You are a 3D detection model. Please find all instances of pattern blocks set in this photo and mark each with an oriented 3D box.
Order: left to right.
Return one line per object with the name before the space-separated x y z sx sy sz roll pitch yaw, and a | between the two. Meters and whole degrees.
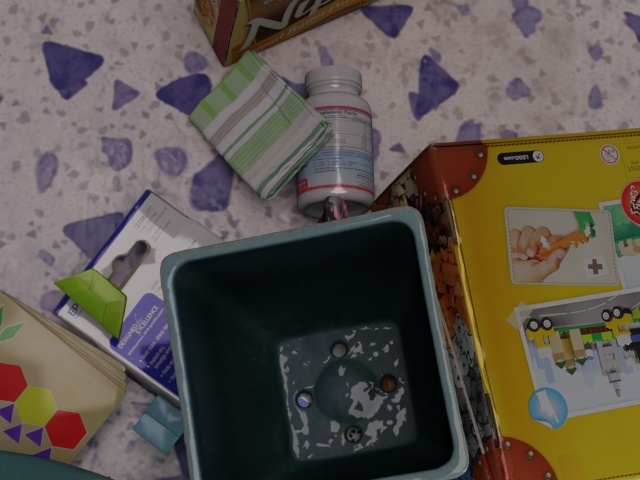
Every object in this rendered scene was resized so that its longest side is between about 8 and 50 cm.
pattern blocks set | -0.310 0.151 1.536 0.285 0.026 0.325 -43 90 -1

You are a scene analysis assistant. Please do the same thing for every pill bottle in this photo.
pill bottle | 0.016 -0.111 1.670 0.087 0.087 0.160 1 73 -9

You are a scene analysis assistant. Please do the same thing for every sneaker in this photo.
sneaker | 0.000 0.000 1.628 0.057 0.119 0.047 9 39 7

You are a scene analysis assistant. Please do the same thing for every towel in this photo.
towel | -0.070 -0.131 1.650 0.113 0.023 0.152 -46 63 5

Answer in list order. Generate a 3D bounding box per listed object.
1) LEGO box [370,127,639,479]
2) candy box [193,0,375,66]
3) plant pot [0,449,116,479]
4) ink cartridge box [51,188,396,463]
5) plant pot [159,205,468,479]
LEGO box | 0.344 0.083 1.581 0.500 0.193 0.372 -5 75 -18
candy box | 0.018 -0.324 1.681 0.316 0.183 0.087 -25 79 -15
plant pot | -0.278 0.304 1.422 0.234 0.165 0.165 7 61 -7
ink cartridge box | -0.088 0.122 1.597 0.371 0.069 0.176 36 73 0
plant pot | 0.010 0.132 1.435 0.247 0.252 0.248 -12 77 7
